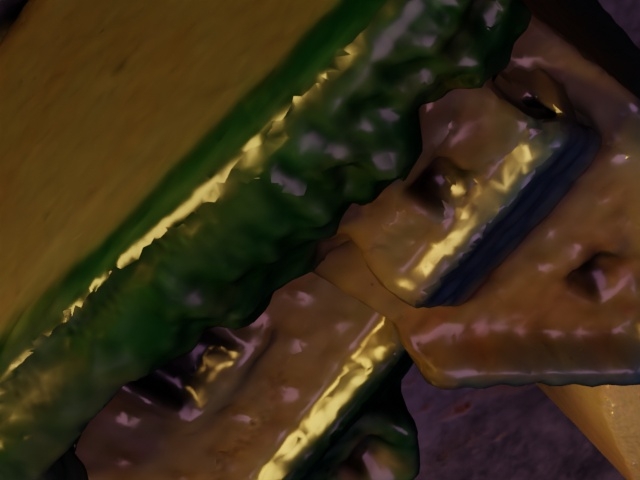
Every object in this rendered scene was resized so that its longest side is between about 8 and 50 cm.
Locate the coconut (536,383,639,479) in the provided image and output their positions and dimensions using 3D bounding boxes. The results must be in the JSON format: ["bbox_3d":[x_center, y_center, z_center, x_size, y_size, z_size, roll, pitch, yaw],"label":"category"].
[{"bbox_3d":[0.258,0.060,1.209,0.239,0.244,0.239,-12,120,-22],"label":"coconut"}]

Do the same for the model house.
[{"bbox_3d":[0.000,0.000,1.007,0.343,0.334,0.382,35,107,-34],"label":"model house"}]
